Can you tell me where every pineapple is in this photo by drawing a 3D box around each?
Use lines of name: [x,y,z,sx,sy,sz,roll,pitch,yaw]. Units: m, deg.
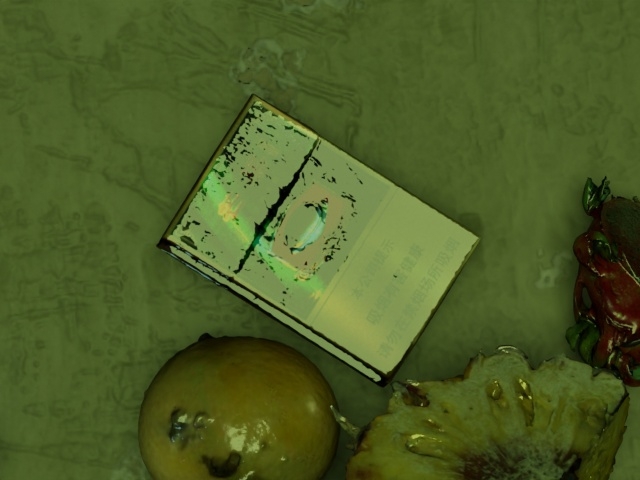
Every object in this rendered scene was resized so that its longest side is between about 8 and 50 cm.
pineapple: [0.097,0.270,1.678,0.209,0.286,0.344,25,49,26]

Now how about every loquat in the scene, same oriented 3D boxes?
loquat: [-0.068,0.163,1.682,0.172,0.204,0.149,1,121,-7]

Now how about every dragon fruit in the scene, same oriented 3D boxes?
dragon fruit: [0.265,0.047,1.716,0.138,0.142,0.175,7,112,-33]

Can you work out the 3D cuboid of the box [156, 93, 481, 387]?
box: [0.000,0.000,1.743,0.240,0.071,0.159,32,92,1]
